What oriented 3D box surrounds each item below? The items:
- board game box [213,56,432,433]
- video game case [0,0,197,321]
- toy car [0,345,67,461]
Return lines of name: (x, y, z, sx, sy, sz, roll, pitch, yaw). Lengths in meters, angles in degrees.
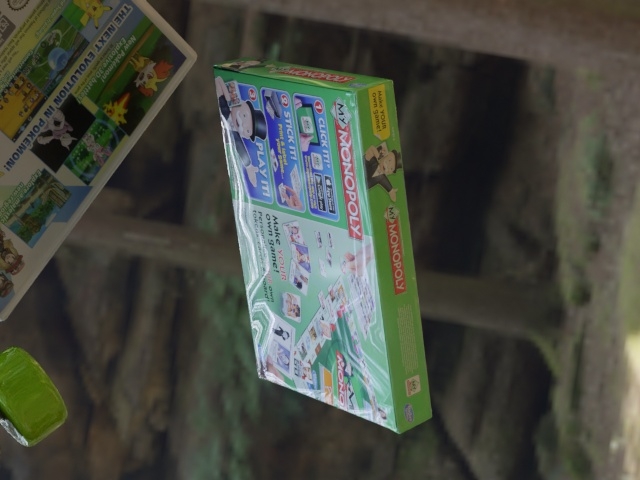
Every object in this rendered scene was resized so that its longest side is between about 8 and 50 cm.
board game box: (0.000, 0.000, 1.517, 0.213, 0.046, 0.317, 16, 119, 49)
video game case: (-0.302, -0.142, 1.516, 0.036, 0.300, 0.329, 12, 62, 52)
toy car: (-0.238, 0.121, 0.935, 0.155, 0.149, 0.188, -37, -17, -21)
